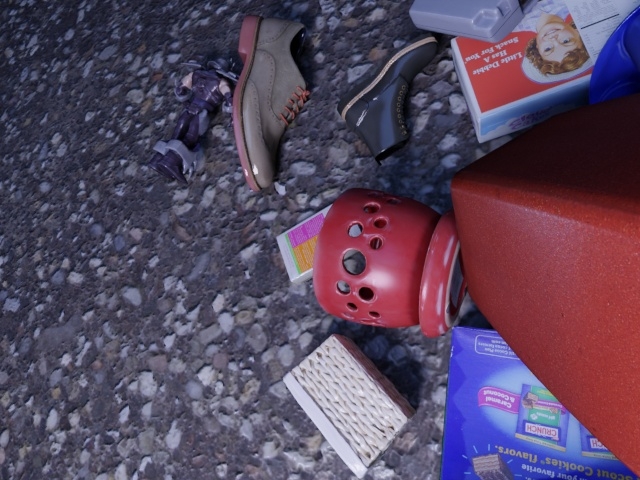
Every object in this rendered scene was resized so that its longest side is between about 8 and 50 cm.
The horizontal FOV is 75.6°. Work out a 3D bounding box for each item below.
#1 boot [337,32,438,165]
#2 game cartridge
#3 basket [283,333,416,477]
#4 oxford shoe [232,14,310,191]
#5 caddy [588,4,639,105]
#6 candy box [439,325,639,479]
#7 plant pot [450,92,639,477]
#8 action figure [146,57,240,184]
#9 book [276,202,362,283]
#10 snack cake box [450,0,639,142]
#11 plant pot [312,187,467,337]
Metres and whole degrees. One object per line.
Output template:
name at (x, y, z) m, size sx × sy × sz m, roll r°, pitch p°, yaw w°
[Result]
boot at (0.141, -0.234, 0.704) m, size 0.197 × 0.076 × 0.137 m, roll -38°, pitch 70°, yaw 24°
game cartridge at (0.281, -0.431, 0.610) m, size 0.297 × 0.062 × 0.198 m, roll -49°, pitch 38°, yaw 6°
basket at (0.047, 0.228, 0.598) m, size 0.103 × 0.113 × 0.167 m, roll -45°, pitch 65°, yaw 2°
oxford shoe at (-0.086, -0.264, 0.775) m, size 0.130 × 0.123 × 0.349 m, roll 1°, pitch 84°, yaw 5°
caddy at (0.487, -0.161, 0.443) m, size 0.341 × 0.241 × 0.179 m, roll 14°, pitch 47°, yaw 25°
candy box at (0.279, 0.278, 0.483) m, size 0.268 × 0.122 × 0.318 m, roll 4°, pitch 77°, yaw 22°
plant pot at (0.287, 0.001, 0.410) m, size 0.267 × 0.267 × 0.235 m, roll -30°, pitch 30°, yaw -16°
action figure at (-0.255, -0.261, 0.858) m, size 0.185 × 0.099 × 0.285 m, roll 22°, pitch 82°, yaw 33°
book at (0.000, 0.000, 0.718) m, size 0.144 × 0.035 × 0.096 m, roll -29°, pitch 65°, yaw 13°
snack cake box at (0.347, -0.269, 0.611) m, size 0.264 × 0.089 × 0.152 m, roll -16°, pitch 73°, yaw 18°
plant pot at (0.109, 0.029, 0.571) m, size 0.174 × 0.191 × 0.191 m, roll 10°, pitch 81°, yaw 29°
